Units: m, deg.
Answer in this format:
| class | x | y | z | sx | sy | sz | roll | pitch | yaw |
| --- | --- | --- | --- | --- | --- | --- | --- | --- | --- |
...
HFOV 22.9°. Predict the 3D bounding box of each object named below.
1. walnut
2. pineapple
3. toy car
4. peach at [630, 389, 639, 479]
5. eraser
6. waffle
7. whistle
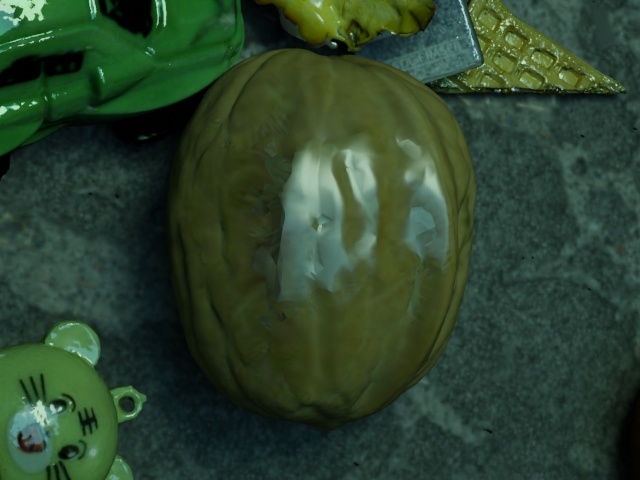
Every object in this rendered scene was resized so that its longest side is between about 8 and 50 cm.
| class | x | y | z | sx | sy | sz | roll | pitch | yaw |
| --- | --- | --- | --- | --- | --- | --- | --- | --- | --- |
| walnut | 0.000 | 0.000 | 1.073 | 0.225 | 0.225 | 0.261 | -6 | 93 | -20 |
| pineapple | 0.024 | -0.236 | 1.096 | 0.225 | 0.225 | 0.076 | 58 | 33 | -6 |
| toy car | -0.219 | -0.147 | 1.026 | 0.359 | 0.176 | 0.213 | -18 | 92 | -20 |
| peach | 0.364 | 0.153 | 1.173 | 0.252 | 0.252 | 0.252 | 2 | 85 | -19 |
| eraser | 0.049 | -0.217 | 1.174 | 0.092 | 0.046 | 0.212 | -16 | 91 | 10 |
| waffle | 0.159 | -0.120 | 1.235 | 0.153 | 0.023 | 0.097 | 31 | 78 | -15 |
| whistle | -0.250 | 0.142 | 1.026 | 0.288 | 0.106 | 0.131 | -15 | 97 | -19 |
